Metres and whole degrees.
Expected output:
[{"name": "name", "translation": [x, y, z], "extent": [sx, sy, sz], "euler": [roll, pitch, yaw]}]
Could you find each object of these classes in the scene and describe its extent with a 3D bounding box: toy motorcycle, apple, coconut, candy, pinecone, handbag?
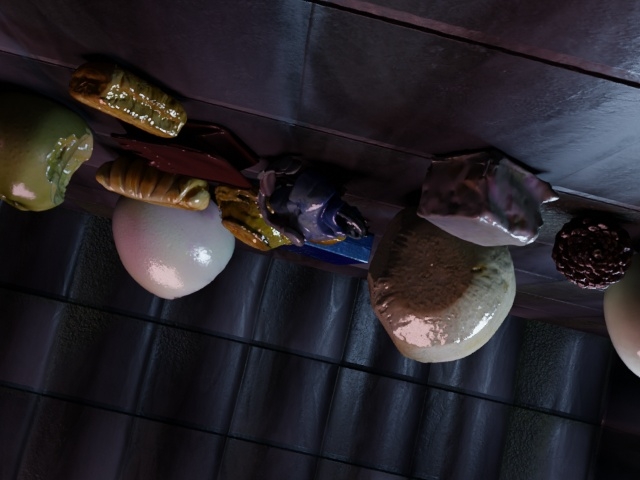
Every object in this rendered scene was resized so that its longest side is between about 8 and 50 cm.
[{"name": "toy motorcycle", "translation": [-0.045, -0.079, 1.619], "extent": [0.241, 0.181, 0.319], "euler": [18, 172, -28]}, {"name": "apple", "translation": [-0.667, -0.208, 1.560], "extent": [0.279, 0.278, 0.279], "euler": [13, 172, 2]}, {"name": "coconut", "translation": [0.287, 0.104, 1.658], "extent": [0.345, 0.415, 0.415], "euler": [33, 178, 19]}, {"name": "candy", "translation": [0.302, -0.076, 1.264], "extent": [0.195, 0.137, 0.185], "euler": [22, 168, -36]}, {"name": "pinecone", "translation": [0.584, 0.023, 1.467], "extent": [0.163, 0.162, 0.165], "euler": [10, -175, 19]}, {"name": "handbag", "translation": [-0.301, -0.201, 1.553], "extent": [0.276, 0.084, 0.260], "euler": [11, 172, 18]}]

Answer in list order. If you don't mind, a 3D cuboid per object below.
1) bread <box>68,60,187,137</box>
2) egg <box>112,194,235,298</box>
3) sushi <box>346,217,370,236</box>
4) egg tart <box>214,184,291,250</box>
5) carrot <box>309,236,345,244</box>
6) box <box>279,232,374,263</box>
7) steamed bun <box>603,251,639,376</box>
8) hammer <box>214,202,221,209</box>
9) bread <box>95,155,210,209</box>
[{"name": "bread", "translation": [-0.347, -0.256, 1.249], "extent": [0.114, 0.083, 0.211], "euler": [14, 174, 33]}, {"name": "egg", "translation": [-0.493, -0.042, 2.147], "extent": [0.355, 0.354, 0.339], "euler": [7, 143, 38]}, {"name": "sushi", "translation": [0.103, -0.046, 2.070], "extent": [0.085, 0.056, 0.083], "euler": [9, 164, 32]}, {"name": "egg tart", "translation": [-0.192, -0.058, 1.970], "extent": [0.294, 0.123, 0.294], "euler": [30, 161, 11]}, {"name": "carrot", "translation": [-0.038, -0.048, 2.064], "extent": [0.114, 0.114, 0.302], "euler": [20, 172, -39]}, {"name": "box", "translation": [0.000, 0.000, 2.349], "extent": [0.279, 0.116, 0.261], "euler": [18, 171, -20]}, {"name": "steamed bun", "translation": [0.783, 0.179, 1.577], "extent": [0.206, 0.324, 0.324], "euler": [-18, 152, 42]}, {"name": "hammer", "translation": [-0.371, -0.120, 2.389], "extent": [0.111, 0.043, 0.366], "euler": [18, 173, -37]}, {"name": "bread", "translation": [-0.458, -0.162, 1.922], "extent": [0.312, 0.121, 0.173], "euler": [12, 175, 8]}]
